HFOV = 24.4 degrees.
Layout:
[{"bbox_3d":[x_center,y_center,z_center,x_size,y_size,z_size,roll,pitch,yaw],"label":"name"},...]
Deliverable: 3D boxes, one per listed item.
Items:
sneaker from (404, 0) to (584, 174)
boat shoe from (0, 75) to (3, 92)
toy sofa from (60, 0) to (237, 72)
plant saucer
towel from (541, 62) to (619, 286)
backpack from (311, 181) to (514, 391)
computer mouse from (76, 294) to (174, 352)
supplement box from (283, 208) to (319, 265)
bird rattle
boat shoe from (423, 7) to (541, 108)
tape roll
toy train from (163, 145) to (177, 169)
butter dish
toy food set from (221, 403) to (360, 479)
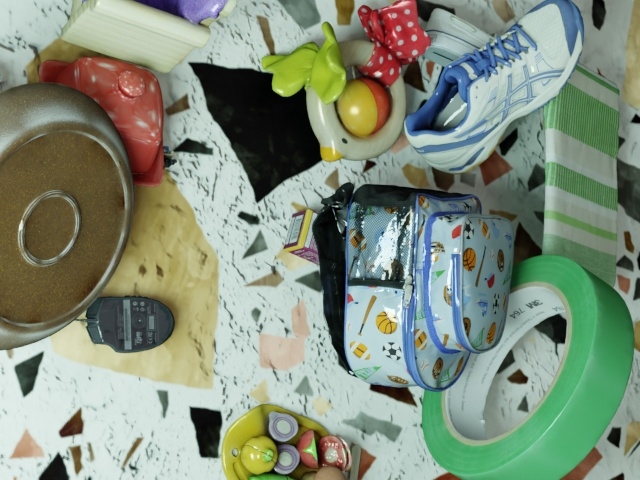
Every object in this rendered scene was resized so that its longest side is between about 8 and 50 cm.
[{"bbox_3d":[0.239,-0.219,2.022,0.296,0.112,0.131,-51,143,9],"label":"sneaker"},{"bbox_3d":[-0.404,-0.181,1.723,0.184,0.066,0.063,31,68,-15],"label":"boat shoe"},{"bbox_3d":[-0.197,-0.403,1.781,0.150,0.177,0.362,16,64,-29],"label":"toy sofa"},{"bbox_3d":[-0.312,-0.019,1.633,0.310,0.050,0.310,-25,124,-44],"label":"plant saucer"},{"bbox_3d":[0.380,-0.101,2.178,0.248,0.038,0.324,16,74,-56],"label":"towel"},{"bbox_3d":[0.133,0.066,1.928,0.276,0.213,0.263,2,98,-57],"label":"backpack"},{"bbox_3d":[-0.290,0.099,1.770,0.242,0.041,0.071,4,80,-26],"label":"computer mouse"},{"bbox_3d":[0.000,0.000,1.963,0.083,0.043,0.055,25,68,-27],"label":"supplement box"},{"bbox_3d":[0.047,-0.213,2.008,0.253,0.143,0.207,-21,106,-46],"label":"bird rattle"},{"bbox_3d":[0.249,-0.267,2.140,0.226,0.083,0.075,25,71,-27],"label":"boat shoe"},{"bbox_3d":[0.267,0.176,1.942,0.077,0.321,0.321,32,67,-26],"label":"tape roll"},{"bbox_3d":[-0.251,-0.108,1.828,0.158,0.027,0.036,3,71,-32],"label":"toy train"},{"bbox_3d":[-0.245,-0.161,1.766,0.160,0.118,0.160,10,59,-28],"label":"butter dish"},{"bbox_3d":[-0.018,0.287,1.891,0.218,0.071,0.128,24,70,-28],"label":"toy food set"}]
